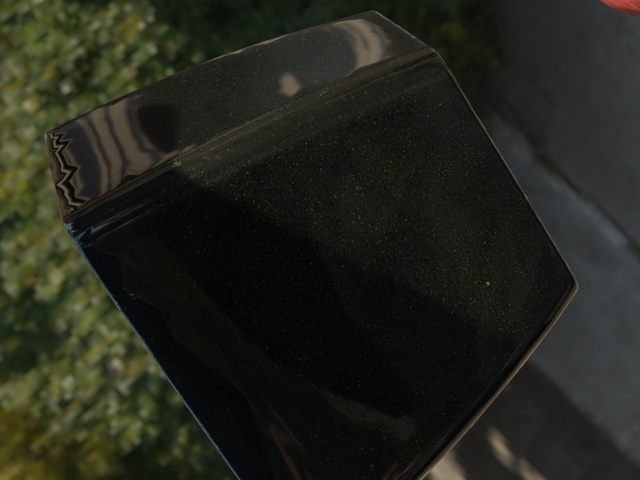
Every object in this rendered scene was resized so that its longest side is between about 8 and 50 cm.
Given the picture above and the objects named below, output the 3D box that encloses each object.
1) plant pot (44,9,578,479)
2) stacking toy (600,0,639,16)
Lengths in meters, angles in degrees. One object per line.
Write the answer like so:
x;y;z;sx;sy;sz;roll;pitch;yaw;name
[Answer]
0.000;0.000;0.829;0.188;0.167;0.187;56;179;-18;plant pot
0.196;-0.274;0.931;0.141;0.330;0.141;18;-179;0;stacking toy
